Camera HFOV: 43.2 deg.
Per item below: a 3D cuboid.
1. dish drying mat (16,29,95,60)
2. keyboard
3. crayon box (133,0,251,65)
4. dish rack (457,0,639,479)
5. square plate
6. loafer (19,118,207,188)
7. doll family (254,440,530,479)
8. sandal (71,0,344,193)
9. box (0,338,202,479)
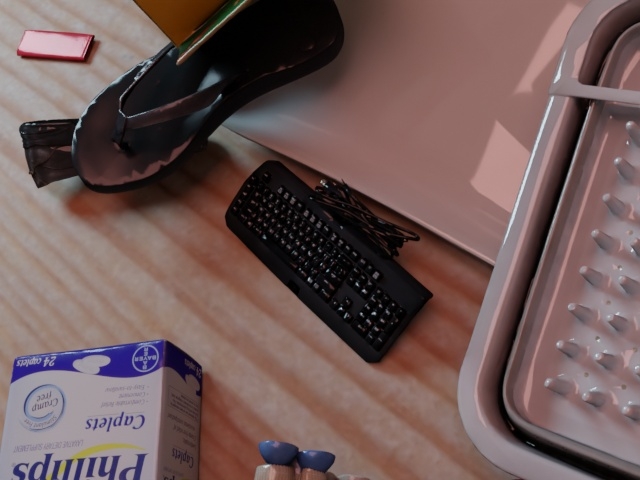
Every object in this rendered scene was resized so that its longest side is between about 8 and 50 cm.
[{"bbox_3d":[-0.273,-0.201,0.832,0.083,0.008,0.032,8,68,17],"label":"dish drying mat"},{"bbox_3d":[0.000,0.000,0.632,0.192,0.038,0.100,41,101,26],"label":"keyboard"},{"bbox_3d":[-0.071,-0.279,0.667,0.202,0.081,0.318,-39,29,11],"label":"crayon box"},{"bbox_3d":[0.252,0.011,0.469,0.285,0.072,0.333,16,84,37],"label":"dish rack"},{"bbox_3d":[0.124,-0.182,0.654,0.344,0.049,0.347,29,94,24],"label":"square plate"},{"bbox_3d":[-0.183,-0.080,0.731,0.170,0.062,0.061,0,103,7],"label":"loafer"},{"bbox_3d":[0.054,0.232,0.495,0.262,0.118,0.163,8,59,-2],"label":"doll family"},{"bbox_3d":[-0.102,-0.134,0.659,0.254,0.054,0.097,-34,71,2],"label":"sandal"},{"bbox_3d":[-0.160,0.153,0.594,0.126,0.072,0.137,-8,63,11],"label":"box"}]
